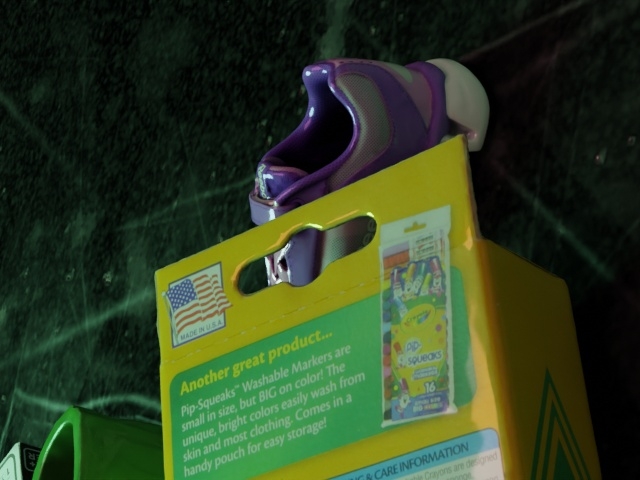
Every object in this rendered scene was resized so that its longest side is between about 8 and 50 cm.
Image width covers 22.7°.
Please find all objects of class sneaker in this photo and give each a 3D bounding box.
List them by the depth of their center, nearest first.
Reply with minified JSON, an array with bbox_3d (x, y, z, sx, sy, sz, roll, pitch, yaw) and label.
[{"bbox_3d":[0.000,0.000,0.880,0.095,0.104,0.236,29,100,54],"label":"sneaker"}]

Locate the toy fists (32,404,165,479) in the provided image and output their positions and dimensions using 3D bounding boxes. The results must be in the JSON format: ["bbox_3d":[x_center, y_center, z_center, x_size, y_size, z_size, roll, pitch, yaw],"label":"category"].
[{"bbox_3d":[-0.085,0.217,0.848,0.096,0.142,0.279,-53,27,33],"label":"toy fists"}]

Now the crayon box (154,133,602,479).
[{"bbox_3d":[0.028,0.138,0.745,0.203,0.083,0.323,-23,59,32],"label":"crayon box"}]

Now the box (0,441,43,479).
[{"bbox_3d":[-0.171,0.285,0.937,0.169,0.087,0.290,-52,33,26],"label":"box"}]
